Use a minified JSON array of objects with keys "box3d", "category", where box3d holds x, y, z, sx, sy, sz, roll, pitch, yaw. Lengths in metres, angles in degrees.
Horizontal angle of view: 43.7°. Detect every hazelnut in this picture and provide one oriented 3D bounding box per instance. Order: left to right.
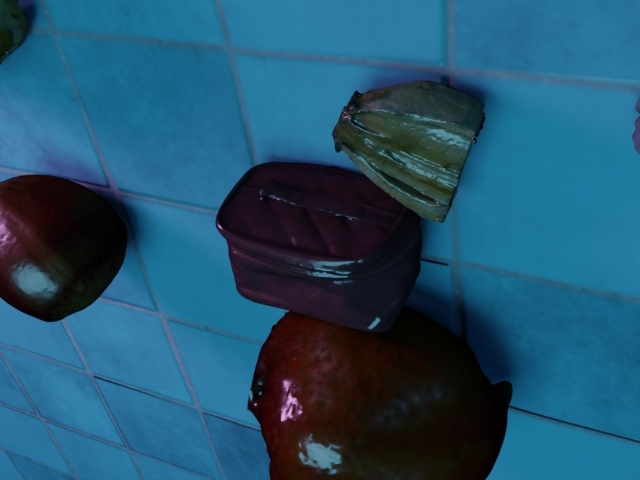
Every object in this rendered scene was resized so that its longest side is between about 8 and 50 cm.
[{"box3d":[-0.379,0.000,1.110,0.208,0.208,0.208,18,137,17],"category":"hazelnut"}]

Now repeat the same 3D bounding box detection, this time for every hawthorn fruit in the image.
[{"box3d":[0.059,0.211,0.958,0.311,0.295,0.295,24,139,12],"category":"hawthorn fruit"}]

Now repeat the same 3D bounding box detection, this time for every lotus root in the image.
[{"box3d":[0.089,-0.105,0.790,0.144,0.070,0.143,26,145,2],"category":"lotus root"}]

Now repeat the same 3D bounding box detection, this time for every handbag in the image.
[{"box3d":[0.000,0.000,0.892,0.225,0.146,0.135,13,139,25],"category":"handbag"}]

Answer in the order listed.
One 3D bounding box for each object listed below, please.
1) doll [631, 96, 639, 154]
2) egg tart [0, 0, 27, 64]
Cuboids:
[{"box3d":[0.304,-0.112,0.646,0.094,0.079,0.180,44,141,33],"category":"doll"},{"box3d":[-0.508,-0.244,0.891,0.345,0.132,0.345,3,160,1],"category":"egg tart"}]
